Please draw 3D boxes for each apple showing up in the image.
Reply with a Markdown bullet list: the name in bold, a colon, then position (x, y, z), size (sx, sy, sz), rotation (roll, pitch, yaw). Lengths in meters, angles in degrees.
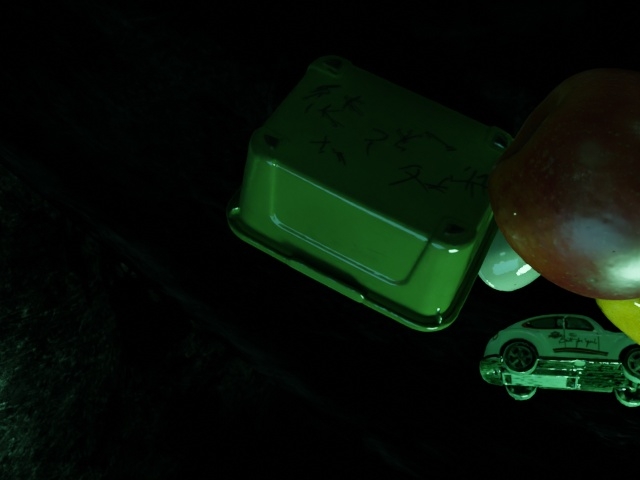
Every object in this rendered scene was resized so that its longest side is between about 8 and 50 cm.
- **apple**: position (0.281, -0.052, 0.680), size (0.201, 0.218, 0.218), rotation (38, 158, 0)

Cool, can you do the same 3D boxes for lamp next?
- **lamp**: position (0.286, 0.006, 0.953), size (0.106, 0.106, 0.193), rotation (37, 149, -15)

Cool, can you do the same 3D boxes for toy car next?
- **toy car**: position (0.414, 0.185, 1.132), size (0.305, 0.125, 0.136), rotation (-2, 149, 16)

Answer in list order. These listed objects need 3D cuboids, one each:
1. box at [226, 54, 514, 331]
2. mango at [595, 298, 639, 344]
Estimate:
- **box**: position (0.067, -0.071, 0.878), size (0.328, 0.253, 0.178), rotation (25, 148, 11)
- **mango**: position (0.470, 0.098, 0.903), size (0.262, 0.109, 0.157), rotation (36, 167, 0)
